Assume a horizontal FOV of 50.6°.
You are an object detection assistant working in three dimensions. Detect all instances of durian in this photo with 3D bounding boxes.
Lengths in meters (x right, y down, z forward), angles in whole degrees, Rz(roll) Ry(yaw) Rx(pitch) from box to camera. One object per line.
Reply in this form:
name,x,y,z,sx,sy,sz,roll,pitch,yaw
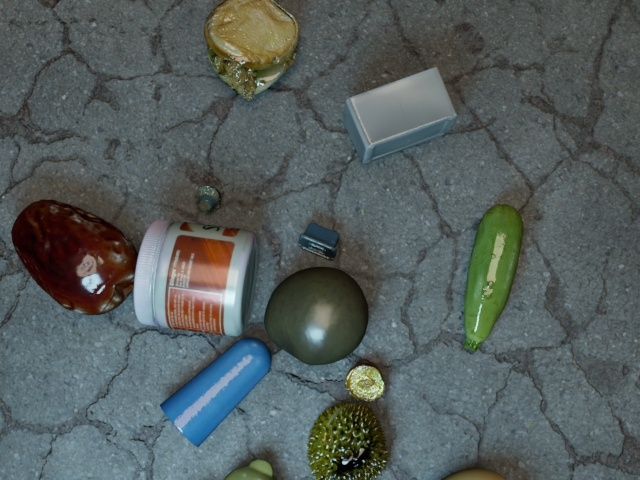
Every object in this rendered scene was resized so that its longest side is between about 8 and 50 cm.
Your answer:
durian,0.063,0.493,1.549,0.194,0.138,0.237,-16,79,-4

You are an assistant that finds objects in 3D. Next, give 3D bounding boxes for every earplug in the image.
earplug,-0.229,0.338,1.591,0.273,0.132,0.132,-42,81,-12

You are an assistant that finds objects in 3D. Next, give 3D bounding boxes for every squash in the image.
squash,0.414,0.087,1.652,0.119,0.118,0.370,16,80,3

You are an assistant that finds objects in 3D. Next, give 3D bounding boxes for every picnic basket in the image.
picnic basket,-0.283,-0.108,1.722,0.065,0.083,0.083,2,34,1

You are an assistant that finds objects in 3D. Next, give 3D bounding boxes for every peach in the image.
peach,0.107,0.336,1.623,0.098,0.061,0.098,1,98,8

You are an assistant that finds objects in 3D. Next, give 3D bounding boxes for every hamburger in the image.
hamburger,-0.179,-0.512,1.767,0.243,0.146,0.285,-2,71,-7

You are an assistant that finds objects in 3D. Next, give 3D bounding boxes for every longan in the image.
longan,-0.012,0.178,1.578,0.249,0.248,0.248,0,78,0

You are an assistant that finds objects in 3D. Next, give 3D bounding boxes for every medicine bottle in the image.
medicine bottle,-0.280,0.087,1.576,0.241,0.252,0.252,7,78,1

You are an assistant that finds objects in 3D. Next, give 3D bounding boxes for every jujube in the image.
jujube,-0.585,0.035,1.621,0.318,0.223,0.223,35,80,15

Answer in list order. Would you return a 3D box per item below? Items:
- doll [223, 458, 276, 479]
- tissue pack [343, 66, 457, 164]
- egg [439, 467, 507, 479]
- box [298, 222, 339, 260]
doll,-0.201,0.613,1.510,0.261,0.161,0.177,-24,77,-3
tissue pack,0.197,-0.310,1.715,0.246,0.159,0.135,-20,80,-5
egg,0.325,0.611,1.495,0.244,0.201,0.201,-39,80,-20
box,0.000,0.000,1.693,0.099,0.074,0.054,23,65,5
